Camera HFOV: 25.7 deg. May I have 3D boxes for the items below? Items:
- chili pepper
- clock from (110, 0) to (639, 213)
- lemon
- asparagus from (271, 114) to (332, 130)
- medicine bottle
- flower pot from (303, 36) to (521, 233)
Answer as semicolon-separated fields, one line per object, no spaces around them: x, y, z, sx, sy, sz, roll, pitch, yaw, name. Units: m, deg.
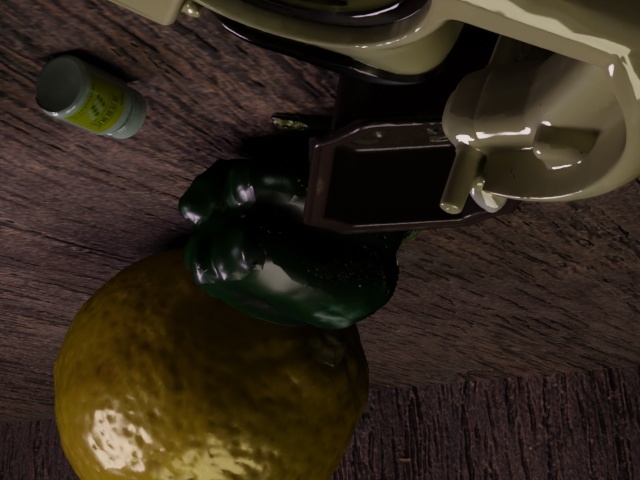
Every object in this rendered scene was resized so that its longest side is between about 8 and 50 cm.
0.000;0.000;1.273;0.174;0.165;0.261;-26;151;37;chili pepper
0.063;-0.117;0.664;0.379;0.120;0.276;27;162;-11;clock
-0.115;0.166;1.589;0.387;0.350;0.350;-26;156;34;lemon
0.038;-0.096;1.186;0.166;0.013;0.016;2;177;-17;asparagus
-0.169;-0.104;1.038;0.047;0.047;0.083;-9;165;27;medicine bottle
0.075;-0.082;1.077;0.179;0.084;0.251;-3;163;-4;flower pot
